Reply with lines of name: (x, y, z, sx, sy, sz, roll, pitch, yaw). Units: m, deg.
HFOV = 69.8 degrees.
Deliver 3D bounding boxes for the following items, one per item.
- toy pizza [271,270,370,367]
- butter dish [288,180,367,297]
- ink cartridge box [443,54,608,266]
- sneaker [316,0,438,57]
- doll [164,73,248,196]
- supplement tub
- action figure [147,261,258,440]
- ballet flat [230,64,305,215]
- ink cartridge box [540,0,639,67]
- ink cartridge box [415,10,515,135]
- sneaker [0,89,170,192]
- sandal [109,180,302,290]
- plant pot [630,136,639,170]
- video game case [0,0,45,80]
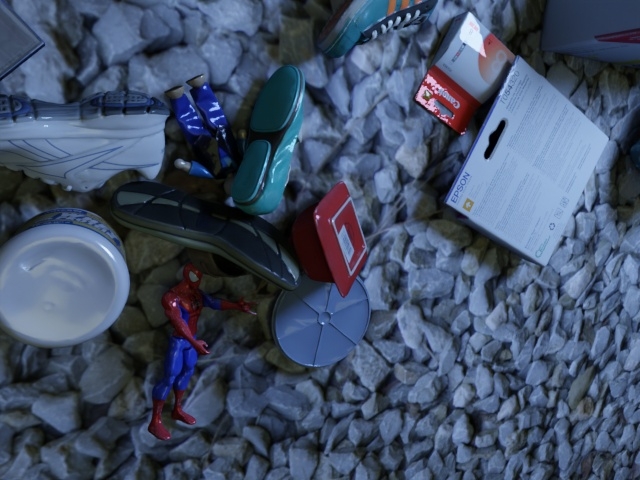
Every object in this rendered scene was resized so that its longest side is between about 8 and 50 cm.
toy pizza: (0.002, 0.140, 0.859, 0.201, 0.032, 0.201, -5, 103, -23)
butter dish: (0.000, 0.000, 0.787, 0.160, 0.118, 0.160, -53, 129, -56)
ink cartridge box: (0.427, -0.154, 0.970, 0.330, 0.071, 0.324, 27, 90, -24)
sneaker: (0.124, -0.391, 0.754, 0.121, 0.108, 0.302, 45, 80, -21)
doll: (-0.169, -0.149, 0.707, 0.129, 0.046, 0.189, -38, 121, -23)
supplement tub: (-0.326, 0.036, 0.589, 0.144, 0.200, 0.144, -6, 104, -24)
action figure: (-0.189, 0.177, 0.722, 0.091, 0.139, 0.280, -11, 109, -65)
ballet flat: (-0.073, -0.153, 0.731, 0.087, 0.083, 0.247, 38, 65, -61)
ink cartridge box: (0.692, -0.450, 0.907, 0.385, 0.279, 0.160, -2, 103, -24)
ink cartridge box: (0.279, -0.315, 0.879, 0.145, 0.045, 0.179, 27, 87, -27)
sneaker: (-0.346, -0.119, 0.596, 0.297, 0.111, 0.129, -8, 126, -23)
sandal: (-0.169, 0.001, 0.707, 0.303, 0.120, 0.086, 23, 122, -9)
plant pot: (0.899, -0.252, 1.073, 0.272, 0.271, 0.255, 39, 99, -27)
video game case: (-0.515, -0.231, 0.542, 0.274, 0.026, 0.196, -45, 116, -9)
